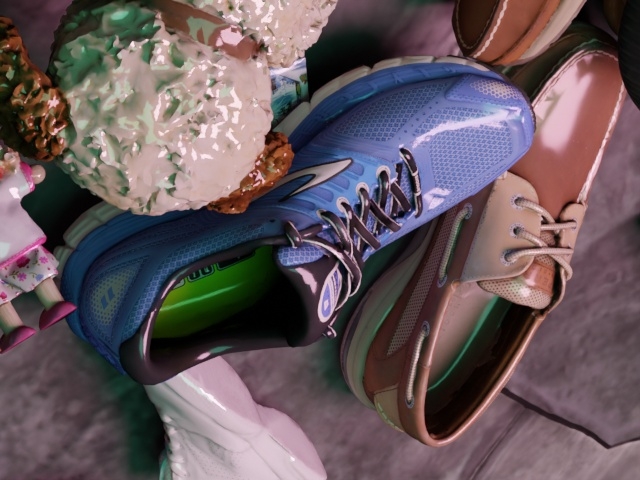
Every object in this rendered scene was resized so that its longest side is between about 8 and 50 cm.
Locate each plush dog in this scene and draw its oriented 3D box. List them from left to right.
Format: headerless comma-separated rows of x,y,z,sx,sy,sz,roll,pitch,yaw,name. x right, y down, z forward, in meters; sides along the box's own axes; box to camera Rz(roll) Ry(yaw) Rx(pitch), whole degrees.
-0.075,-0.123,1.019,0.262,0.211,0.225,19,85,-34,plush dog

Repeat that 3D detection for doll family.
-0.276,0.023,1.071,0.263,0.118,0.163,-31,89,-8,doll family

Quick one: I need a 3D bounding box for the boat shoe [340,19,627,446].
0.134,0.004,1.281,0.123,0.116,0.324,14,110,-32,boat shoe

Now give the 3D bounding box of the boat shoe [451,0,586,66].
0.123,-0.258,1.113,0.120,0.122,0.324,1,128,-18,boat shoe

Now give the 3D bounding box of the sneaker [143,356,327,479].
-0.086,0.137,1.282,0.094,0.080,0.212,-35,129,10,sneaker

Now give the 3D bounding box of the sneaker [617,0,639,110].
0.366,-0.267,1.245,0.257,0.169,0.447,10,104,-53,sneaker

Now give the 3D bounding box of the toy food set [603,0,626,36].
0.236,-0.200,1.258,0.132,0.038,0.192,-47,130,-21,toy food set

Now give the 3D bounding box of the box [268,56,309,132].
-0.072,-0.067,1.194,0.137,0.027,0.094,-17,124,-17,box

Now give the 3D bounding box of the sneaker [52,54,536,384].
0.000,0.000,1.160,0.330,0.147,0.129,-29,129,-8,sneaker
